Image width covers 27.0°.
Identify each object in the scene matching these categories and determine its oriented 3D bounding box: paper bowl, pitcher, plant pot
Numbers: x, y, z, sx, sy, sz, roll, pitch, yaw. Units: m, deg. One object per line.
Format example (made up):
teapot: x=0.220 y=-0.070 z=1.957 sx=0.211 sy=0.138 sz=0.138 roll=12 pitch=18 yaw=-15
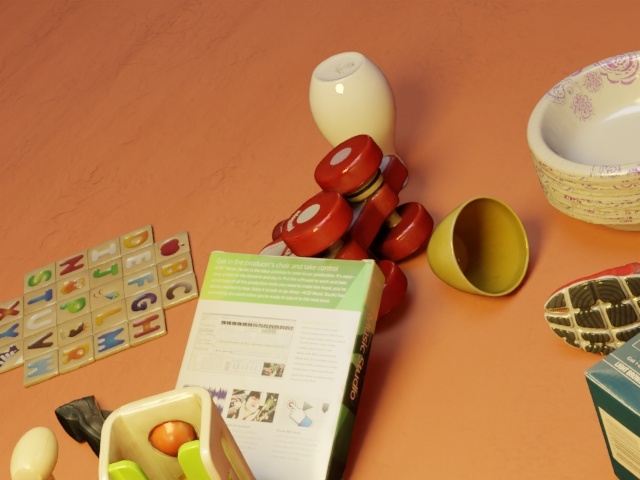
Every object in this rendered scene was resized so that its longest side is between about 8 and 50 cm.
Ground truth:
paper bowl: x=0.432 y=-0.123 z=1.800 sx=0.284 sy=0.148 sz=0.284 roll=-15 pitch=37 yaw=12
pitcher: x=0.053 y=-0.191 z=2.046 sx=0.126 sy=0.207 sz=0.177 roll=-24 pitch=35 yaw=-2
plant pot: x=0.198 y=0.015 z=1.789 sx=0.095 sy=0.134 sz=0.134 roll=-17 pitch=27 yaw=54

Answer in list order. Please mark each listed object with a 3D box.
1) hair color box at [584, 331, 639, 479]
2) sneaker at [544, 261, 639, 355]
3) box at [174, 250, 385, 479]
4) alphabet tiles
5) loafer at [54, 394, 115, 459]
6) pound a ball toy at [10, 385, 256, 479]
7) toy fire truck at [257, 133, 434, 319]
hair color box: x=0.465 y=0.129 z=1.439 sx=0.347 sy=0.173 sz=0.105 roll=-33 pitch=38 yaw=-13
sneaker: x=0.413 y=0.060 z=1.645 sx=0.279 sy=0.107 sz=0.118 roll=-15 pitch=18 yaw=7
box: x=-0.063 y=0.172 z=1.664 sx=0.232 sy=0.058 sz=0.321 roll=4 pitch=67 yaw=23
alphabet tiles: x=-0.356 y=0.095 z=2.073 sx=0.343 sy=0.011 sz=0.285 roll=-21 pitch=36 yaw=3
loafer: x=-0.294 y=0.252 z=1.801 sx=0.061 sy=0.062 sz=0.170 roll=-36 pitch=39 yaw=-24
pound a ball toy: x=-0.176 y=0.286 z=1.469 sx=0.208 sy=0.319 sz=0.135 roll=-17 pitch=36 yaw=10
toy fire truck: x=0.000 y=0.000 z=1.891 sx=0.254 sy=0.169 sz=0.302 roll=-19 pitch=31 yaw=39
